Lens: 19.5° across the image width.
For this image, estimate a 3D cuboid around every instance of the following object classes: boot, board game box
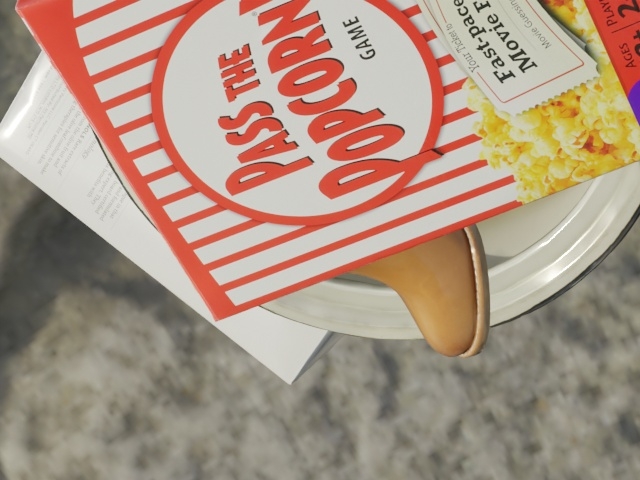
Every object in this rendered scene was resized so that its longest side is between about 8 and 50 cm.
[{"bbox_3d":[0.000,0.000,1.021,0.152,0.197,0.073,-27,7,-27],"label":"boot"},{"bbox_3d":[0.016,-0.068,0.645,0.193,0.147,0.045,-22,32,16],"label":"board game box"}]

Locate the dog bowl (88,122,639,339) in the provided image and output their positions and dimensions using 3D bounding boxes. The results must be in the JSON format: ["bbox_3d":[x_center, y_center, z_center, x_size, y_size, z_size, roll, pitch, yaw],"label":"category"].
[{"bbox_3d":[0.046,-0.144,1.258,0.408,0.408,0.150,-7,25,22],"label":"dog bowl"}]

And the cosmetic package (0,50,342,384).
[{"bbox_3d":[-0.100,-0.054,1.756,0.155,0.365,0.197,-56,-5,23],"label":"cosmetic package"}]
